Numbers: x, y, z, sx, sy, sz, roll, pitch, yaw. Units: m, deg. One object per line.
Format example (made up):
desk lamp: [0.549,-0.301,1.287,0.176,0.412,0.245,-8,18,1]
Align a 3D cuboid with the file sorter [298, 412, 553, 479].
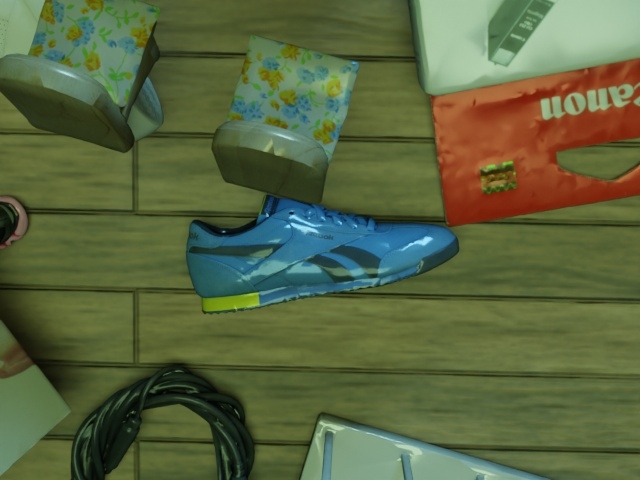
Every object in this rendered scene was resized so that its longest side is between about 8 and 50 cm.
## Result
file sorter: [0.104,0.283,0.824,0.277,0.173,0.193,16,99,-2]

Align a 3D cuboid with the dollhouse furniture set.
dollhouse furniture set: [-0.131,-0.258,0.624,0.394,0.256,0.362,15,83,0]

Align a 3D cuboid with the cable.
cable: [-0.130,0.191,0.882,0.150,0.047,0.185,1,97,8]

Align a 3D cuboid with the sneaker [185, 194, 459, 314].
sneaker: [0.000,0.000,0.834,0.209,0.069,0.082,-9,95,2]

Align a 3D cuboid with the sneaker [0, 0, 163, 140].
sneaker: [-0.259,-0.152,0.803,0.169,0.108,0.292,-40,86,8]

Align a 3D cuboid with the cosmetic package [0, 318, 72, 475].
cosmetic package: [-0.344,0.066,0.795,0.153,0.129,0.296,-30,99,36]

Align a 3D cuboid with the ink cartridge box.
ink cartridge box: [0.209,-0.139,0.802,0.275,0.060,0.239,-10,104,3]

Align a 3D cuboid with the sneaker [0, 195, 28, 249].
sneaker: [-0.284,0.010,0.846,0.119,0.057,0.047,-40,98,8]
